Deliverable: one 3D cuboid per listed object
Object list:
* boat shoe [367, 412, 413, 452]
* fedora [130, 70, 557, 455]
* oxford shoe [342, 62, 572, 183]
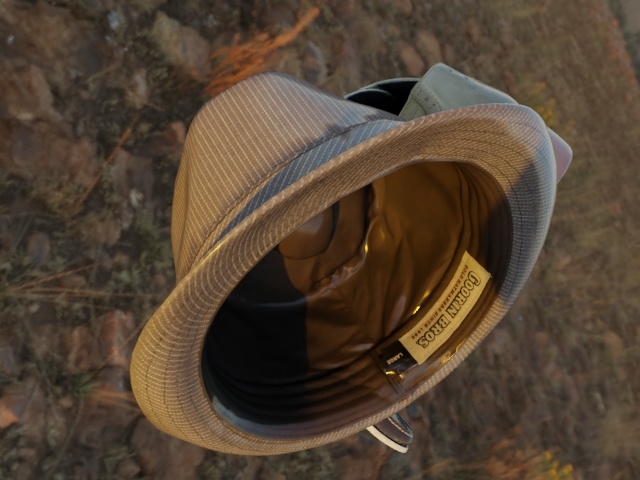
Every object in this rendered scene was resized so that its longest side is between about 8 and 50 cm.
[{"bbox_3d":[0.025,0.096,0.588,0.125,0.038,0.046,45,1,-2],"label":"boat shoe"},{"bbox_3d":[0.000,0.000,0.457,0.124,0.243,0.275,54,1,32],"label":"fedora"},{"bbox_3d":[0.067,-0.084,0.787,0.146,0.397,0.140,43,72,-14],"label":"oxford shoe"}]
